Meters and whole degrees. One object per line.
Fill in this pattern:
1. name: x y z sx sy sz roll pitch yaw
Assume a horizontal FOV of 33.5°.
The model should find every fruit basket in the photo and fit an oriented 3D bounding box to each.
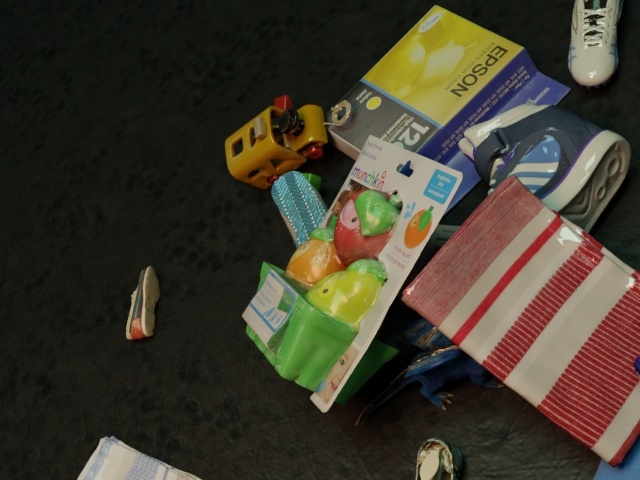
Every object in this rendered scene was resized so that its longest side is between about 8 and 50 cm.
1. fruit basket: 0.032 0.026 1.475 0.353 0.165 0.327 -66 23 6

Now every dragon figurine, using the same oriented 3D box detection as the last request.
1. dragon figurine: 0.158 0.155 1.427 0.289 0.144 0.085 -18 48 17

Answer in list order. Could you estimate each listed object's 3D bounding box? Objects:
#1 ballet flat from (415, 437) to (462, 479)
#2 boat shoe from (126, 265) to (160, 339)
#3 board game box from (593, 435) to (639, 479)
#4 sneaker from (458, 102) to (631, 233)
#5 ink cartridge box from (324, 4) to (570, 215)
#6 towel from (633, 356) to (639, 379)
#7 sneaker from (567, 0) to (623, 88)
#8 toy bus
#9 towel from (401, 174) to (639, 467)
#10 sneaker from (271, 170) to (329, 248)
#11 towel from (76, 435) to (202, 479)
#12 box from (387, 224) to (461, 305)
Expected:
1. ballet flat: 0.138 0.338 1.354 0.070 0.070 0.188 -8 53 25
2. boat shoe: -0.302 0.105 1.800 0.043 0.049 0.137 -15 55 22
3. board game box: 0.401 0.284 1.268 0.133 0.033 0.168 7 54 39
4. sneaker: 0.270 -0.064 1.544 0.236 0.130 0.323 29 73 43
5. ink cartridge box: 0.194 -0.223 1.753 0.303 0.072 0.307 -45 45 -8
6. towel: 0.547 0.180 1.217 0.308 0.076 0.227 -22 55 2
7. sneaker: 0.436 -0.343 1.694 0.085 0.086 0.237 -3 56 26
8. toy bus: -0.072 -0.174 1.802 0.191 0.104 0.202 28 97 48
9. towel: 0.297 0.091 1.333 0.329 0.037 0.237 39 67 11
10. sneaker: 0.000 0.000 1.683 0.087 0.092 0.228 -25 67 10
11. towel: -0.272 0.416 1.552 0.285 0.034 0.209 14 65 37
12. box: 0.167 0.039 1.551 0.102 0.087 0.101 6 59 34
